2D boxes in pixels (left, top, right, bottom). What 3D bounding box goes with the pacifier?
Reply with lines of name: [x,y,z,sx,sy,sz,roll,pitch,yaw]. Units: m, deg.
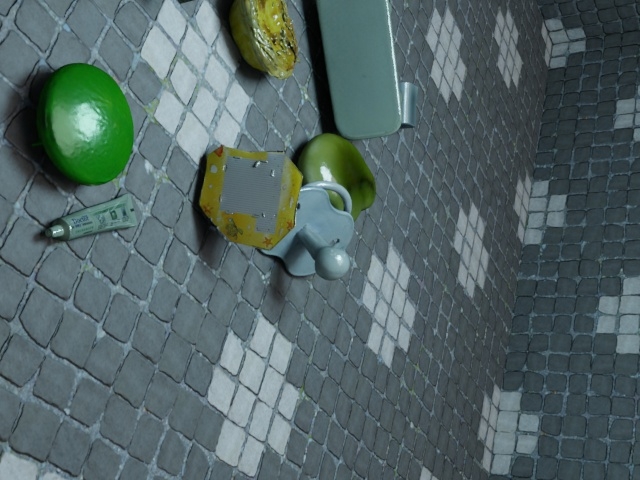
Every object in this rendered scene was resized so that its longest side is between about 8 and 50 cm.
pacifier: [0.000,0.000,1.933,0.225,0.238,0.287,53,4,38]

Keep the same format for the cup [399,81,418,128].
cup: [0.241,-0.399,2.507,0.128,0.095,0.129,8,84,-61]

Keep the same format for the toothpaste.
toothpaste: [-0.394,-0.034,1.467,0.218,0.041,0.064,-26,104,-61]

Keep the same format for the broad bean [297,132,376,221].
broad bean: [0.041,-0.146,2.122,0.291,0.119,0.237,21,70,-56]

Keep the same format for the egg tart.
egg tart: [-0.131,-0.473,1.895,0.252,0.099,0.231,45,44,-53]

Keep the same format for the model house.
model house: [-0.150,-0.075,1.790,0.136,0.208,0.219,116,-21,-76]

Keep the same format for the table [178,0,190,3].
table: [-0.273,-0.581,1.643,0.121,0.111,0.240,55,43,-42]

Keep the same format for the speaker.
speaker: [0.110,-0.472,2.185,0.184,0.184,0.405,-58,140,-77]

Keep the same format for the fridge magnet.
fridge magnet: [-0.397,-0.195,1.423,0.208,0.088,0.207,7,82,-60]
